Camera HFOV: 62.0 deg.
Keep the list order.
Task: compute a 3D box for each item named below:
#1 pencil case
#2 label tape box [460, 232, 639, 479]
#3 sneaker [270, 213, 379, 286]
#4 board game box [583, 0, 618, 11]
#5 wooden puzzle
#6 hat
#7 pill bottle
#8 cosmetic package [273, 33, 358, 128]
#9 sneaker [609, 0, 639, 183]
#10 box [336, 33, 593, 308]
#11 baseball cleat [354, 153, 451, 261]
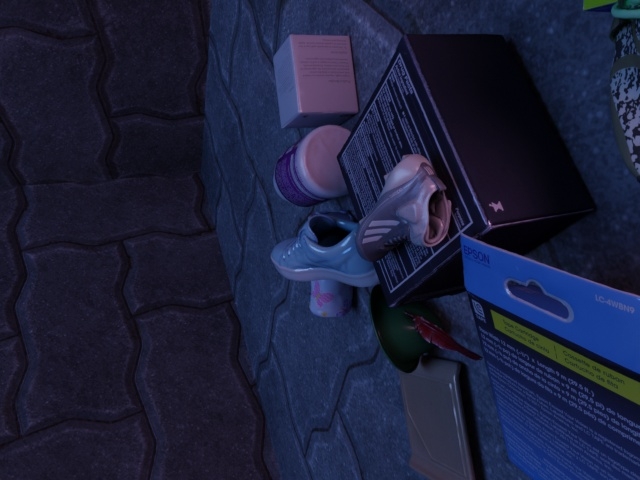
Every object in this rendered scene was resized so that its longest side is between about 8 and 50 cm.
[{"bbox_3d":[0.024,0.061,1.369,0.124,0.113,0.273,17,116,43],"label":"pencil case"},{"bbox_3d":[0.295,0.154,0.577,0.249,0.115,0.348,29,140,65],"label":"label tape box"},{"bbox_3d":[0.000,0.000,1.163,0.365,0.135,0.150,0,128,47],"label":"sneaker"},{"bbox_3d":[0.347,-0.393,0.435,0.233,0.078,0.347,-154,59,-66],"label":"board game box"},{"bbox_3d":[0.228,0.350,1.050,0.221,0.044,0.239,163,104,-69],"label":"wooden puzzle"},{"bbox_3d":[0.215,0.147,1.001,0.183,0.173,0.209,-28,65,30],"label":"hat"},{"bbox_3d":[-0.020,-0.173,1.333,0.301,0.169,0.169,170,92,-68],"label":"pill bottle"},{"bbox_3d":[-0.014,-0.375,1.277,0.151,0.151,0.184,174,90,-69],"label":"cosmetic package"},{"bbox_3d":[0.247,-0.236,0.382,0.158,0.182,0.411,-148,53,-64],"label":"sneaker"},{"bbox_3d":[0.187,-0.094,0.802,0.294,0.182,0.296,123,133,-60],"label":"box"},{"bbox_3d":[0.104,-0.014,0.705,0.109,0.072,0.206,59,153,30],"label":"baseball cleat"}]
